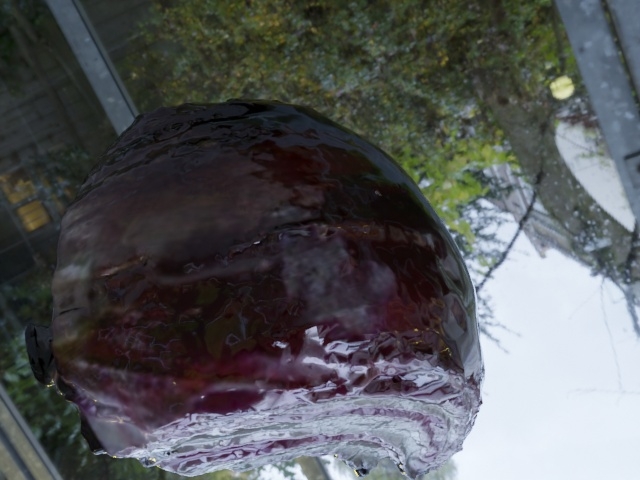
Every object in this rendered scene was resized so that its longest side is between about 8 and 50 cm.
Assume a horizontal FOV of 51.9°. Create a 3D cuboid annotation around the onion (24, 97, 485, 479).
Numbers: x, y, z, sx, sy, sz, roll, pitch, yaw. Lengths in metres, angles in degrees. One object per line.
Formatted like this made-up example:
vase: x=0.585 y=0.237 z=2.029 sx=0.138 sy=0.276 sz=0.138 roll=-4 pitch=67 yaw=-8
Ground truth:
onion: x=0.000 y=0.000 z=0.411 sx=0.314 sy=0.280 sz=0.146 roll=11 pitch=149 yaw=-36
